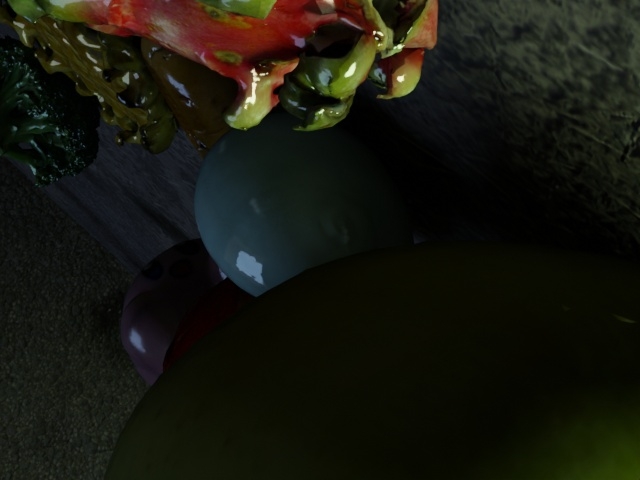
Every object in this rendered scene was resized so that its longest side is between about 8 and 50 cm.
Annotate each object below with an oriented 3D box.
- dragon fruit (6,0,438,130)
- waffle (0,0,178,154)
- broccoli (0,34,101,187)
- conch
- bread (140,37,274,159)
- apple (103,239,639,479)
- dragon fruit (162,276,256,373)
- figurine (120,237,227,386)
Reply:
[{"bbox_3d":[-0.035,-0.127,0.466,0.172,0.166,0.160,33,168,34],"label":"dragon fruit"},{"bbox_3d":[-0.239,-0.186,1.178,0.262,0.060,0.280,28,161,52],"label":"waffle"},{"bbox_3d":[-0.358,-0.163,1.452,0.195,0.156,0.195,26,126,41],"label":"broccoli"},{"bbox_3d":[0.004,-0.002,0.823,0.221,0.121,0.184,16,-123,-67],"label":"conch"},{"bbox_3d":[-0.080,-0.113,0.883,0.114,0.077,0.189,61,174,17],"label":"bread"},{"bbox_3d":[0.095,0.218,0.607,0.474,0.473,0.473,41,168,11],"label":"apple"},{"bbox_3d":[-0.003,0.159,1.080,0.295,0.296,0.301,80,171,-70],"label":"dragon fruit"},{"bbox_3d":[-0.138,0.118,1.493,0.261,0.270,0.211,59,168,-25],"label":"figurine"}]
